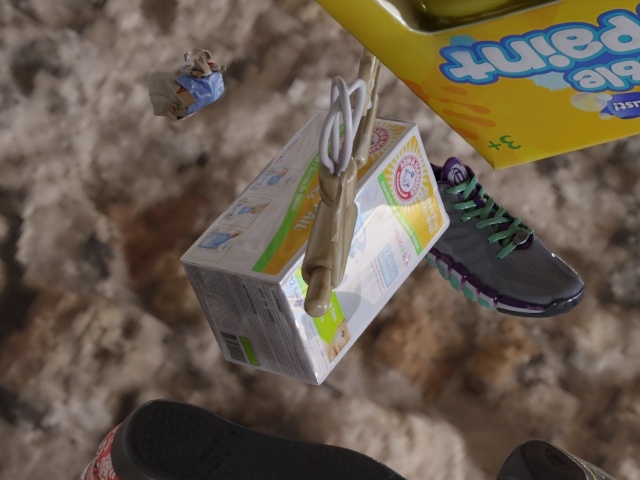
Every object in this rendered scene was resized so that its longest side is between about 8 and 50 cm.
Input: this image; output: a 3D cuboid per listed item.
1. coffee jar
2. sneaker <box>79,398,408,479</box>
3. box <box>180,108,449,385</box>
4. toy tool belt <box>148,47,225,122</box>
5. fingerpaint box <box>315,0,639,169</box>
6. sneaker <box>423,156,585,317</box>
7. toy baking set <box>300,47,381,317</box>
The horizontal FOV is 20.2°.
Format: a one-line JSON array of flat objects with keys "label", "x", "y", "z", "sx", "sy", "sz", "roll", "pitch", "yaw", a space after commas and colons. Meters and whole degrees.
[{"label": "coffee jar", "x": 0.244, "y": 0.253, "z": 1.789, "sx": 0.079, "sy": 0.096, "sz": 0.184, "roll": -55, "pitch": 152, "yaw": 2}, {"label": "sneaker", "x": -0.043, "y": 0.203, "z": 1.291, "sx": 0.145, "sy": 0.270, "sz": 0.090, "roll": -45, "pitch": -153, "yaw": 51}, {"label": "box", "x": 0.000, "y": 0.000, "z": 1.445, "sx": 0.203, "sy": 0.103, "sz": 0.114, "roll": -49, "pitch": 134, "yaw": -33}, {"label": "toy tool belt", "x": -0.104, "y": -0.132, "z": 1.536, "sx": 0.083, "sy": 0.051, "sz": 0.052, "roll": -37, "pitch": 124, "yaw": -43}, {"label": "fingerpaint box", "x": 0.161, "y": -0.226, "z": 0.758, "sx": 0.444, "sy": 0.371, "sz": 0.163, "roll": -13, "pitch": -128, "yaw": 38}, {"label": "sneaker", "x": 0.134, "y": -0.014, "z": 1.579, "sx": 0.083, "sy": 0.223, "sz": 0.098, "roll": -37, "pitch": 142, "yaw": -37}, {"label": "toy baking set", "x": 0.012, "y": -0.053, "z": 1.186, "sx": 0.256, "sy": 0.030, "sz": 0.197, "roll": -76, "pitch": 174, "yaw": -50}]
